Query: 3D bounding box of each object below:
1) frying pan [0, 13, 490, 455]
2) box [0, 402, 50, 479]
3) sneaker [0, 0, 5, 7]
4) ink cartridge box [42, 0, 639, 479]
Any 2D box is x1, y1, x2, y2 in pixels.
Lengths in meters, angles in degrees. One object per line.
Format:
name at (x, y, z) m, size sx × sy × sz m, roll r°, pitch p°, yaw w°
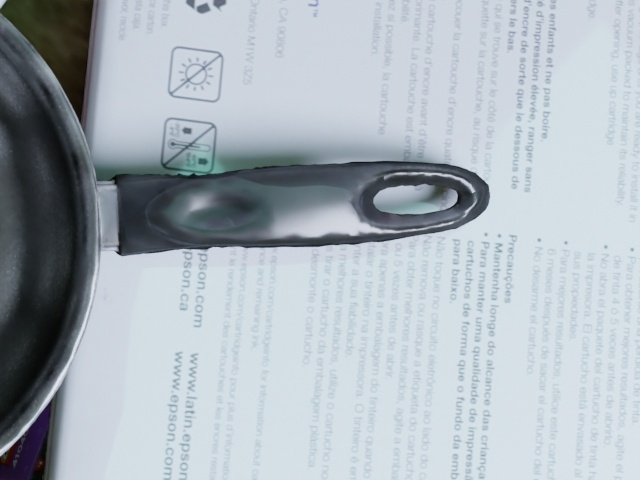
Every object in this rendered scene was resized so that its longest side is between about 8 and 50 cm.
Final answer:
frying pan at (-0.118, -0.030, 0.645) m, size 0.326 × 0.053 × 0.197 m, roll -27°, pitch 100°, yaw -19°
box at (0.000, 0.000, 0.817) m, size 0.201 × 0.057 × 0.293 m, roll 24°, pitch 77°, yaw -24°
sneaker at (-0.157, -0.070, 0.712) m, size 0.145 × 0.090 × 0.270 m, roll -23°, pitch 97°, yaw -22°
ink cartridge box at (0.066, -0.001, 0.735) m, size 0.330 × 0.071 × 0.324 m, roll 7°, pitch 81°, yaw -9°
